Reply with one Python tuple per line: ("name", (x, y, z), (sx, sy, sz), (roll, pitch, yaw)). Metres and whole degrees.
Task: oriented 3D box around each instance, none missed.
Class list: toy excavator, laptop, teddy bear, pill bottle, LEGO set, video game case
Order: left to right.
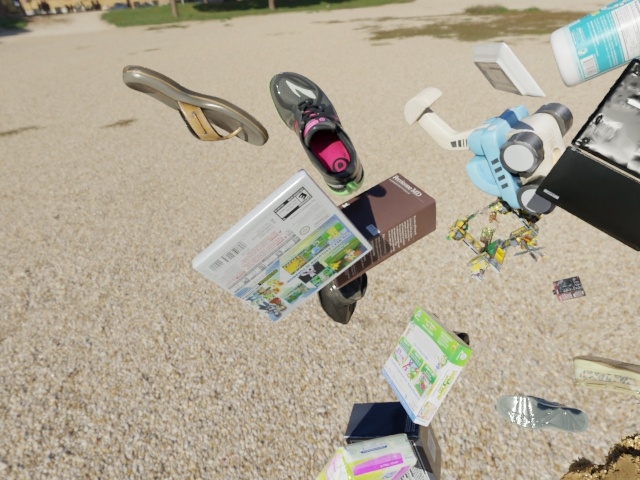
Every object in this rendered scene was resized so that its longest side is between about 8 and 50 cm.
("video game case", (-0.078, 0.032, 0.985), (0.329, 0.300, 0.036), (-39, 40, 9))
("toy excavator", (0.501, -0.293, 1.275), (0.222, 0.433, 0.445), (-42, 23, -25))
("LEGO set", (0.612, 0.000, 1.487), (0.331, 0.255, 0.192), (-29, 15, 47))
("pill bottle", (0.697, -0.481, 0.965), (0.263, 0.146, 0.146), (-18, 20, 35))
("laptop", (0.587, -0.144, 0.762), (0.234, 0.265, 0.136), (36, 17, 19))
("teddy bear", (0.679, 0.530, 0.864), (0.113, 0.338, 0.245), (23, 32, -14))

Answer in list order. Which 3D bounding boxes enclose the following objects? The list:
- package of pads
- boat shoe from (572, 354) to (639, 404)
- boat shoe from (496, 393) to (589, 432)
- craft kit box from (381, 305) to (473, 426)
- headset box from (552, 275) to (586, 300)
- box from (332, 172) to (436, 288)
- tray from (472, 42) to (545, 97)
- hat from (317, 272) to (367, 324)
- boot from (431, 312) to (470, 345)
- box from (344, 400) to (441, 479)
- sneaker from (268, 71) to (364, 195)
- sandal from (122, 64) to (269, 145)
("package of pads", (0.119, 0.697, 1.233), (0.229, 0.297, 0.101), (-1, 44, -24))
("boat shoe", (0.792, 0.365, 1.052), (0.104, 0.090, 0.285), (3, -3, -21))
("boat shoe", (0.866, 0.679, 1.632), (0.320, 0.118, 0.103), (2, -10, 17))
("craft kit box", (0.294, 0.350, 1.193), (0.060, 0.247, 0.250), (22, 10, -17))
("headset box", (0.759, 0.149, 1.269), (0.083, 0.032, 0.062), (-22, 27, 29))
("box", (0.152, -0.037, 1.281), (0.381, 0.143, 0.191), (-29, 47, -15))
("tray", (0.417, -0.387, 0.953), (0.030, 0.145, 0.270), (-40, 14, 20))
("hat", (0.115, 0.167, 1.673), (0.133, 0.332, 0.331), (-17, 23, 29))
("boot", (0.466, 0.362, 1.565), (0.207, 0.094, 0.246), (0, 16, 39))
("box", (0.289, 0.797, 1.616), (0.293, 0.297, 0.183), (-13, 22, 24))
("sneaker", (-0.005, -0.375, 1.345), (0.185, 0.483, 0.202), (-35, -10, 0))
("sandal", (-0.184, -0.183, 0.609), (0.219, 0.060, 0.090), (21, -6, -21))
